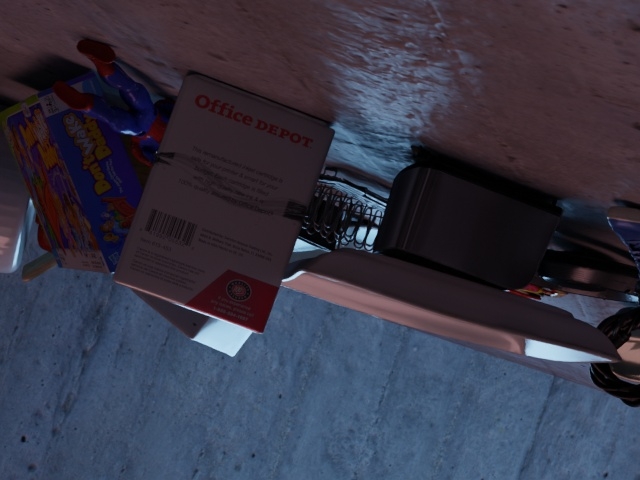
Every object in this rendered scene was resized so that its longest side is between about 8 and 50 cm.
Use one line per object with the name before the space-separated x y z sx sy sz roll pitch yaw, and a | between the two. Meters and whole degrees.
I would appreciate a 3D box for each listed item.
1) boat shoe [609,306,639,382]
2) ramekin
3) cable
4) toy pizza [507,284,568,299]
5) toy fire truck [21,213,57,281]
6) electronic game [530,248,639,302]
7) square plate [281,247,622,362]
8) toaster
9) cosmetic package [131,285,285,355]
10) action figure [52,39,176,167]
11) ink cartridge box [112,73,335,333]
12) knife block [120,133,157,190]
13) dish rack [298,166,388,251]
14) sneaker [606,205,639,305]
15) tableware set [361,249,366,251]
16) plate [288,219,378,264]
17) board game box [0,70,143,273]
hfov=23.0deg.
boat shoe | 0.554 0.160 2.194 0.319 0.116 0.099 12 -144 8
ramekin | -0.512 -0.081 2.448 0.135 0.277 0.277 12 175 -8
cable | 0.441 0.157 2.131 0.184 0.047 0.150 -19 119 33
toy pizza | 0.263 0.051 2.273 0.201 0.032 0.201 19 174 2
toy fire truck | -0.394 -0.019 2.479 0.158 0.246 0.217 18 -158 6
electronic game | 0.315 0.037 1.923 0.229 0.048 0.229 12 176 1
square plate | 0.125 0.070 1.756 0.347 0.049 0.344 17 175 -8
toaster | 0.149 -0.015 1.703 0.185 0.110 0.168 20 173 -8
cosmetic package | -0.150 0.045 2.482 0.138 0.224 0.224 37 179 19
action figure | -0.185 -0.128 1.795 0.139 0.091 0.280 30 177 18
ink cartridge box | -0.107 -0.039 1.703 0.172 0.237 0.100 20 176 -7
knife block | -0.276 -0.123 2.276 0.275 0.242 0.088 -28 163 9
dish rack | 0.014 -0.039 2.075 0.208 0.074 0.271 23 172 -37
sneaker | 0.337 0.024 1.585 0.152 0.085 0.058 25 172 -39
tableware set | -0.012 -0.006 2.671 0.141 0.020 0.168 17 175 39
plate | 0.000 0.000 2.372 0.188 0.024 0.188 -13 166 -3
board game box | -0.317 -0.082 2.032 0.078 0.233 0.347 -23 -172 -18
